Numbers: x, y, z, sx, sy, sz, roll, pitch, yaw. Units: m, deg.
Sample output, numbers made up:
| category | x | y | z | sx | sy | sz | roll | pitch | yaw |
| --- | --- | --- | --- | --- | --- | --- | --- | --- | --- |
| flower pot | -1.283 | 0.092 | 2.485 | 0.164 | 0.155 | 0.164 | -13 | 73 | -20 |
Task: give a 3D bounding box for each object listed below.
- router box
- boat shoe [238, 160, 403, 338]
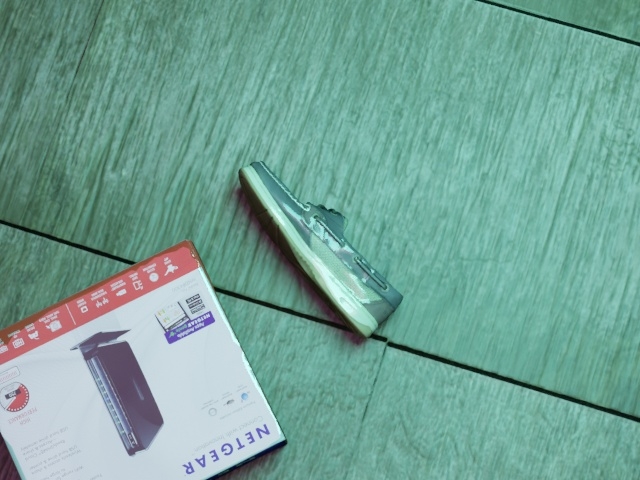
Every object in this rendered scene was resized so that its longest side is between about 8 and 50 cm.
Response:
| category | x | y | z | sx | sy | sz | roll | pitch | yaw |
| --- | --- | --- | --- | --- | --- | --- | --- | --- | --- |
| router box | -0.255 | 0.206 | 1.932 | 0.335 | 0.082 | 0.301 | -27 | 79 | -4 |
| boat shoe | 0.000 | 0.000 | 1.963 | 0.092 | 0.103 | 0.285 | -38 | 83 | -11 |
